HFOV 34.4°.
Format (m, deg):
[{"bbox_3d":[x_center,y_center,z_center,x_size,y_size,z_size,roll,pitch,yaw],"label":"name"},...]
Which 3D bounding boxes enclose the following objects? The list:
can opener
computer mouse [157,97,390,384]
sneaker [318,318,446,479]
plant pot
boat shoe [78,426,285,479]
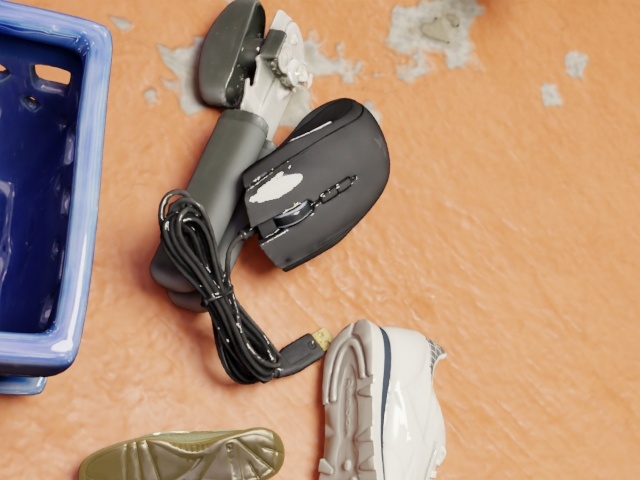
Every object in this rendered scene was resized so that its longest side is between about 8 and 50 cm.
[{"bbox_3d":[-0.077,-0.075,0.867,0.093,0.074,0.280,6,63,22],"label":"can opener"},{"bbox_3d":[0.000,0.000,0.836,0.262,0.060,0.184,-36,113,-42],"label":"computer mouse"},{"bbox_3d":[0.054,0.181,0.804,0.094,0.090,0.235,18,71,-32],"label":"sneaker"},{"bbox_3d":[-0.273,-0.019,0.697,0.235,0.212,0.236,8,69,-14],"label":"plant pot"},{"bbox_3d":[-0.105,0.169,0.782,0.153,0.048,0.056,-10,87,-13],"label":"boat shoe"}]
